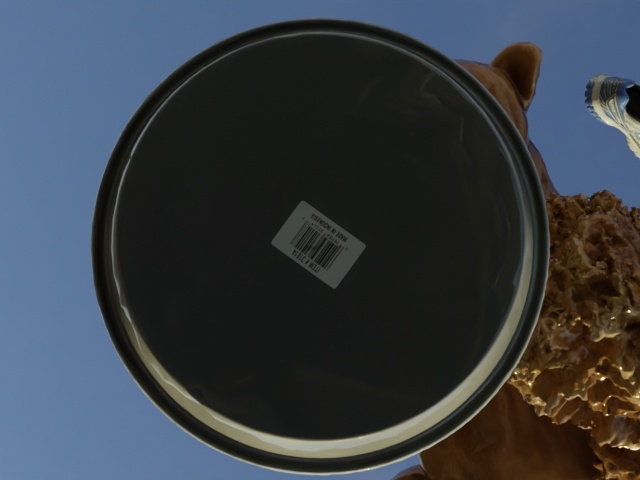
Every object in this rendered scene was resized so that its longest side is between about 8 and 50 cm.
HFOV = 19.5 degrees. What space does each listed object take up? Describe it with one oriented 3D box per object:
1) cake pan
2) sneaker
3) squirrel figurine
[{"bbox_3d":[0.000,0.000,1.163,0.054,0.293,0.293,89,-14,-85],"label":"cake pan"},{"bbox_3d":[0.305,-0.108,1.710,0.058,0.135,0.052,-2,-117,58],"label":"sneaker"},{"bbox_3d":[0.176,0.036,1.453,0.397,0.281,0.370,11,-56,60],"label":"squirrel figurine"}]
